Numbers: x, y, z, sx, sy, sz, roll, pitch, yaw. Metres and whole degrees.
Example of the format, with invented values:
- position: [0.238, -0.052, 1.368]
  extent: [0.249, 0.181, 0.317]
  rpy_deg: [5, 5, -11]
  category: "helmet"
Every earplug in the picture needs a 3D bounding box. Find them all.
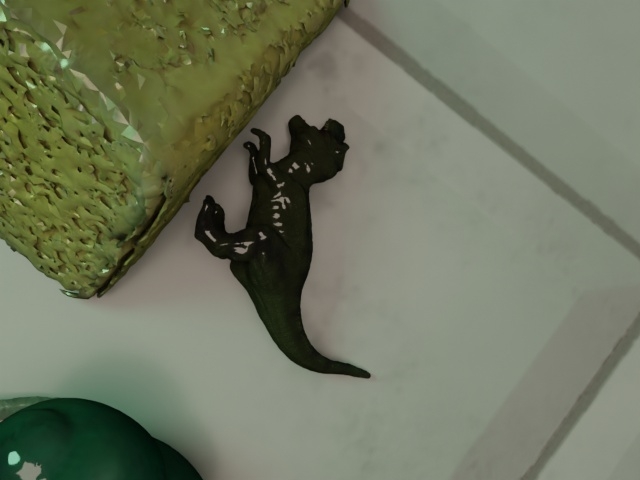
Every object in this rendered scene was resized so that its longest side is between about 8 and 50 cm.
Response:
- position: [-0.153, 0.241, 0.485]
  extent: [0.164, 0.257, 0.280]
  rpy_deg: [-10, 121, 10]
  category: "earplug"

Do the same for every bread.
- position: [-0.149, -0.153, 0.568]
  extent: [0.248, 0.279, 0.315]
  rpy_deg: [43, 42, -5]
  category: "bread"

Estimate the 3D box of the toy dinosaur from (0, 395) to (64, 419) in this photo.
- position: [-0.359, 0.170, 0.505]
  extent: [0.393, 0.092, 0.205]
  rpy_deg: [-11, 89, -37]
  category: "toy dinosaur"

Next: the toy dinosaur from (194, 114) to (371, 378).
- position: [0.000, 0.000, 0.571]
  extent: [0.179, 0.087, 0.187]
  rpy_deg: [27, 87, -4]
  category: "toy dinosaur"
